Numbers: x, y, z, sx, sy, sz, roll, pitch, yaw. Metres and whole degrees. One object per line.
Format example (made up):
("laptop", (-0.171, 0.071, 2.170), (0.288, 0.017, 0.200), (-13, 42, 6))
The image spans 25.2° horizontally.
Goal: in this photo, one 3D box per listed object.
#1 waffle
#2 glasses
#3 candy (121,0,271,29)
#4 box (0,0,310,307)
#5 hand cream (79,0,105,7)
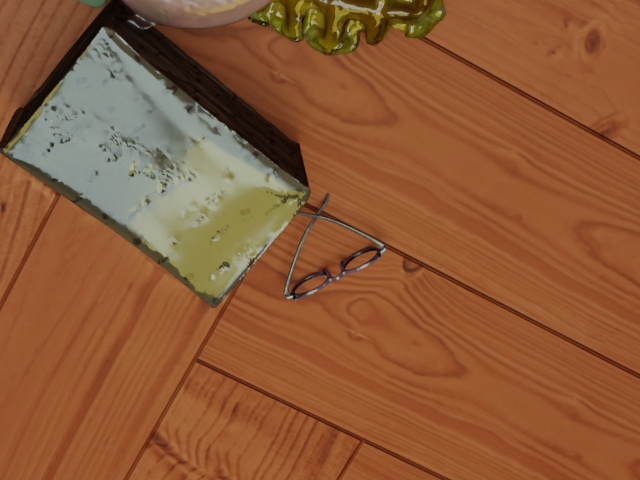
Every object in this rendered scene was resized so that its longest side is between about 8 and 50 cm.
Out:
("waffle", (0.021, -0.358, 1.619), (0.302, 0.068, 0.325), (-33, 102, 16))
("glasses", (0.000, 0.000, 1.765), (0.140, 0.062, 0.103), (-24, 108, 4))
("candy", (-0.137, -0.345, 1.541), (0.255, 0.094, 0.255), (0, 114, -1))
("box", (-0.184, -0.106, 1.631), (0.297, 0.225, 0.190), (37, 101, -15))
("hand cream", (-0.263, -0.421, 1.598), (0.147, 0.093, 0.305), (20, 116, -11))
